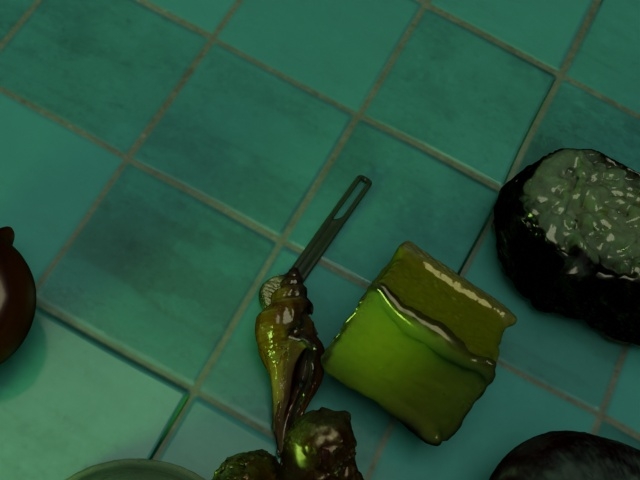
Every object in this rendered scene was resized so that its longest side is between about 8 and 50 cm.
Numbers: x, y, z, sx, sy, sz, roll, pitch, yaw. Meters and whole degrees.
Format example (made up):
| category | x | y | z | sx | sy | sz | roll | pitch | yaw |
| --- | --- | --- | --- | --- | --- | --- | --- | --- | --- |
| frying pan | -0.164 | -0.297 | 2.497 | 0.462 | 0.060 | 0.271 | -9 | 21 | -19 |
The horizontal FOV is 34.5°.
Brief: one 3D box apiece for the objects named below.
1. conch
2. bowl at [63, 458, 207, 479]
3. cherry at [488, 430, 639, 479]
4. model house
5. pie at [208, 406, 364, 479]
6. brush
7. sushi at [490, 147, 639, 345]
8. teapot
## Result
| category | x | y | z | sx | sy | sz | roll | pitch | yaw |
| --- | --- | --- | --- | --- | --- | --- | --- | --- | --- |
| conch | -0.035 | 0.154 | 1.342 | 0.086 | 0.080 | 0.232 | -16 | 85 | 22 |
| bowl | -0.216 | 0.383 | 1.143 | 0.313 | 0.146 | 0.313 | 3 | 66 | -6 |
| cherry | 0.314 | 0.358 | 1.236 | 0.296 | 0.218 | 0.255 | 5 | 58 | -15 |
| model house | 0.145 | 0.105 | 1.344 | 0.193 | 0.174 | 0.234 | 33 | 39 | 6 |
| pie | -0.048 | 0.426 | 1.042 | 0.180 | 0.395 | 0.418 | -2 | 34 | 26 |
| brush | 0.000 | 0.000 | 1.444 | 0.062 | 0.027 | 0.266 | 32 | 63 | 5 |
| sushi | 0.409 | 0.020 | 1.441 | 0.350 | 0.171 | 0.211 | 25 | 61 | 0 |
| teapot | -0.422 | 0.101 | 1.266 | 0.178 | 0.135 | 0.252 | 4 | 81 | 27 |
